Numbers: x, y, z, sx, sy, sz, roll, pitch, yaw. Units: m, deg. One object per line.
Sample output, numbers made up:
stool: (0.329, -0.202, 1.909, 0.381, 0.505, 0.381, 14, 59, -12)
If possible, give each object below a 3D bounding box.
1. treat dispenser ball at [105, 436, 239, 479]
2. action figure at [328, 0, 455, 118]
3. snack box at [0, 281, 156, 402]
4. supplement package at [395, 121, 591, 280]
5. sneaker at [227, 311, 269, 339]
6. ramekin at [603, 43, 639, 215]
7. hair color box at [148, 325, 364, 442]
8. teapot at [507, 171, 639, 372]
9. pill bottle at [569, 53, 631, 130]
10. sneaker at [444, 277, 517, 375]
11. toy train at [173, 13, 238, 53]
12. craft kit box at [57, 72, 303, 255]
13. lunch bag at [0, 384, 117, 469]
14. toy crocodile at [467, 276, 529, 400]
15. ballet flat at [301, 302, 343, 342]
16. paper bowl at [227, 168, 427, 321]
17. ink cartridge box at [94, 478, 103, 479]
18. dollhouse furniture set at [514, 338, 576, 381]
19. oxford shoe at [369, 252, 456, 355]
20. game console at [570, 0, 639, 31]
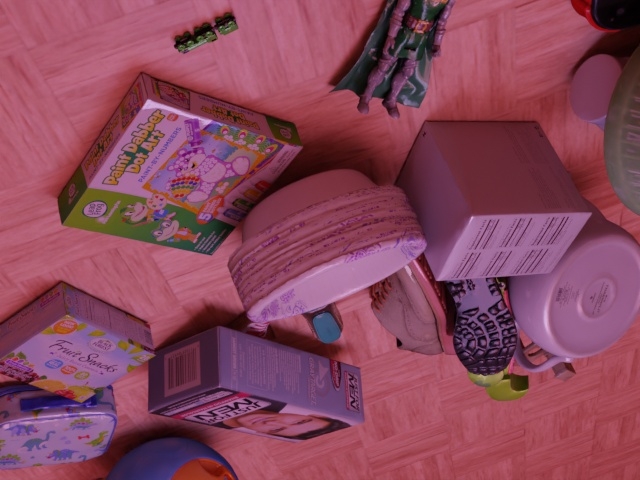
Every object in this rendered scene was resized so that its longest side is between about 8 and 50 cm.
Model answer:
treat dispenser ball: (-0.291, 0.530, 1.890, 0.288, 0.288, 0.288, -13, 144, -10)
action figure: (0.114, -0.262, 1.243, 0.137, 0.063, 0.232, 3, 135, -24)
snack box: (-0.398, 0.169, 1.550, 0.174, 0.070, 0.207, -32, 144, 17)
supplement package: (0.252, -0.061, 1.453, 0.203, 0.194, 0.149, -2, 140, -22)
sneaker: (-0.099, 0.144, 1.684, 0.118, 0.042, 0.067, -31, 140, 27)
ramekin: (0.554, -0.156, 1.336, 0.303, 0.148, 0.304, -11, 112, -28)
hair color box: (-0.109, 0.270, 1.750, 0.185, 0.114, 0.374, -24, 149, 35)
teapot: (0.404, 0.067, 1.619, 0.256, 0.187, 0.253, -39, 121, -10)
pill bottle: (0.478, -0.206, 1.436, 0.208, 0.119, 0.119, 7, 136, -34)
sneaker: (0.265, 0.086, 1.617, 0.107, 0.124, 0.283, -9, 115, 14)
toy train: (-0.138, -0.249, 1.171, 0.083, 0.017, 0.024, -24, 155, 6)
craft kit box: (-0.192, -0.092, 1.322, 0.246, 0.061, 0.250, 15, 132, -35)
lunch bag: (-0.471, 0.320, 1.697, 0.218, 0.090, 0.176, -2, 142, -24)
toy crocodile: (0.315, 0.150, 1.754, 0.105, 0.115, 0.341, -4, 116, 14)
ballet flat: (-0.010, 0.100, 1.649, 0.073, 0.067, 0.206, -19, 142, -4)
paper bowl: (0.000, 0.000, 1.410, 0.284, 0.148, 0.284, -23, 167, -6)
ink cartridge box: (-0.469, 0.626, 2.041, 0.092, 0.160, 0.219, -15, 145, -9)
dollhouse furniture set: (0.376, 0.191, 1.856, 0.101, 0.182, 0.161, -39, 141, 24)
oxford shoe: (0.146, 0.092, 1.661, 0.146, 0.141, 0.397, -10, 139, 15)
game console: (0.509, -0.439, 1.211, 0.386, 0.060, 0.342, -17, 141, -5)
